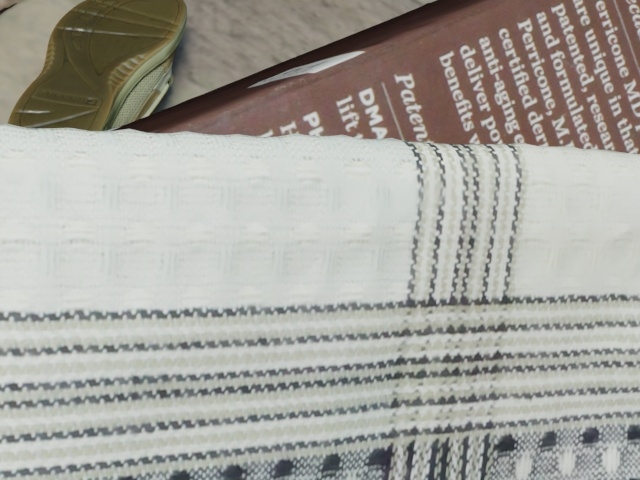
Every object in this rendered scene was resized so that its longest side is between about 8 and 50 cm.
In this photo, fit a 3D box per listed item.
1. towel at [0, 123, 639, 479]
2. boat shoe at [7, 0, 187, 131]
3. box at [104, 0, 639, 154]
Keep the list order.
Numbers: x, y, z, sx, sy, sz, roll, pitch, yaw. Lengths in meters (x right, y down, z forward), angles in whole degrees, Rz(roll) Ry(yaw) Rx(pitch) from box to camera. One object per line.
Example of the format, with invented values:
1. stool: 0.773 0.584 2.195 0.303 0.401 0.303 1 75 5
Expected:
1. towel: 0.017 0.125 0.496 0.324 0.056 0.312 3 86 -37
2. boat shoe: -0.102 -0.066 0.797 0.056 0.048 0.153 11 40 7
3. box: 0.000 0.000 0.643 0.381 0.191 0.143 -24 98 -35
